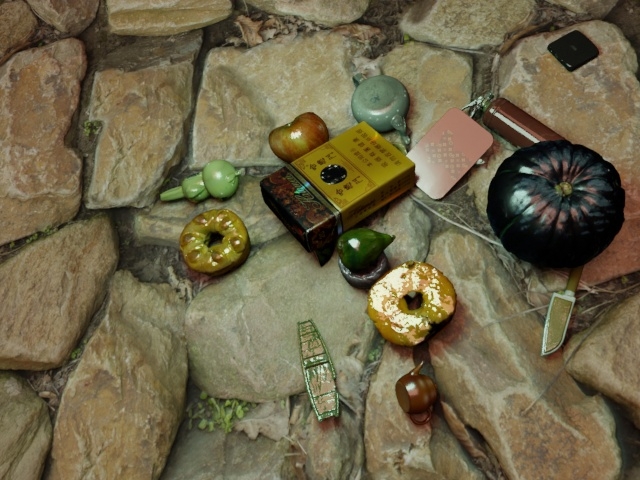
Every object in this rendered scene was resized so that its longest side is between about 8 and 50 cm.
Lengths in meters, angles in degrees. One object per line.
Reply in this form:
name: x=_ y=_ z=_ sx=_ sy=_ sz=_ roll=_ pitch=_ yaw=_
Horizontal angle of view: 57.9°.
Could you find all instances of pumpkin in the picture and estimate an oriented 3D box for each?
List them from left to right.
pumpkin: x=0.649 y=-0.102 z=1.600 sx=0.364 sy=0.266 sz=0.363 roll=-4 pitch=69 yaw=11

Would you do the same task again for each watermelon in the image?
watermelon: x=0.000 y=0.000 z=1.814 sx=0.094 sy=0.125 sz=0.135 roll=-4 pitch=32 yaw=43

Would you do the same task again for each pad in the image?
pad: x=0.390 y=-0.272 z=1.805 sx=0.181 sy=0.004 sz=0.267 roll=44 pitch=95 yaw=15

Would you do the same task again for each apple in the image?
apple: x=-0.066 y=-0.329 z=1.891 sx=0.195 sy=0.173 sz=0.160 roll=-30 pitch=64 yaw=3

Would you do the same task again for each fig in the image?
fig: x=0.136 y=0.012 z=1.650 sx=0.178 sy=0.117 sz=0.117 roll=-20 pitch=66 yaw=-6

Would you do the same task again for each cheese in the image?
cheese: x=0.248 y=-0.294 z=1.877 sx=0.084 sy=0.060 sz=0.041 roll=29 pitch=76 yaw=13

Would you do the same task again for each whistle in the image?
whistle: x=-0.389 y=-0.172 z=1.940 sx=0.294 sy=0.141 sz=0.141 roll=-28 pitch=64 yaw=21

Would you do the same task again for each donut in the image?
donut: x=-0.334 y=0.006 z=1.845 sx=0.227 sy=0.114 sz=0.226 roll=-4 pitch=68 yaw=11
donut: x=0.261 y=0.183 z=1.651 sx=0.254 sy=0.118 sz=0.253 roll=-3 pitch=67 yaw=8

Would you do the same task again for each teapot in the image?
teapot: x=0.198 y=-0.446 z=1.911 sx=0.193 sy=0.129 sz=0.294 roll=-36 pitch=64 yaw=-4
teapot: x=0.270 y=0.415 z=1.570 sx=0.116 sy=0.116 sz=0.173 roll=-9 pitch=94 yaw=8

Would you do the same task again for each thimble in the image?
thimble: x=0.129 y=0.069 z=1.733 sx=0.150 sy=0.098 sz=0.150 roll=-4 pitch=69 yaw=10

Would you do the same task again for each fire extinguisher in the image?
fire extinguisher: x=0.585 y=-0.347 z=1.810 sx=0.337 sy=0.106 sz=0.147 roll=42 pitch=105 yaw=24

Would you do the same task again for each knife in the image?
knife: x=0.677 y=0.169 z=1.618 sx=0.061 sy=0.027 sz=0.343 roll=19 pitch=71 yaw=16

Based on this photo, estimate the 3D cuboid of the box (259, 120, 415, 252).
box: x=0.052 y=-0.170 z=1.771 sx=0.415 sy=0.115 sz=0.264 roll=-31 pitch=58 yaw=-17

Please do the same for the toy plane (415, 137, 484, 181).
toy plane: x=0.406 y=-0.270 z=1.833 sx=0.226 sy=0.058 sz=0.226 roll=20 pitch=73 yaw=15

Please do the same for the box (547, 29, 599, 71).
box: x=0.833 y=-0.626 z=1.905 sx=0.125 sy=0.027 sz=0.126 roll=-29 pitch=65 yaw=-4

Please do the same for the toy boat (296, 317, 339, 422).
toy boat: x=-0.007 y=0.370 z=1.665 sx=0.093 sy=0.055 sz=0.293 roll=-18 pitch=67 yaw=5
